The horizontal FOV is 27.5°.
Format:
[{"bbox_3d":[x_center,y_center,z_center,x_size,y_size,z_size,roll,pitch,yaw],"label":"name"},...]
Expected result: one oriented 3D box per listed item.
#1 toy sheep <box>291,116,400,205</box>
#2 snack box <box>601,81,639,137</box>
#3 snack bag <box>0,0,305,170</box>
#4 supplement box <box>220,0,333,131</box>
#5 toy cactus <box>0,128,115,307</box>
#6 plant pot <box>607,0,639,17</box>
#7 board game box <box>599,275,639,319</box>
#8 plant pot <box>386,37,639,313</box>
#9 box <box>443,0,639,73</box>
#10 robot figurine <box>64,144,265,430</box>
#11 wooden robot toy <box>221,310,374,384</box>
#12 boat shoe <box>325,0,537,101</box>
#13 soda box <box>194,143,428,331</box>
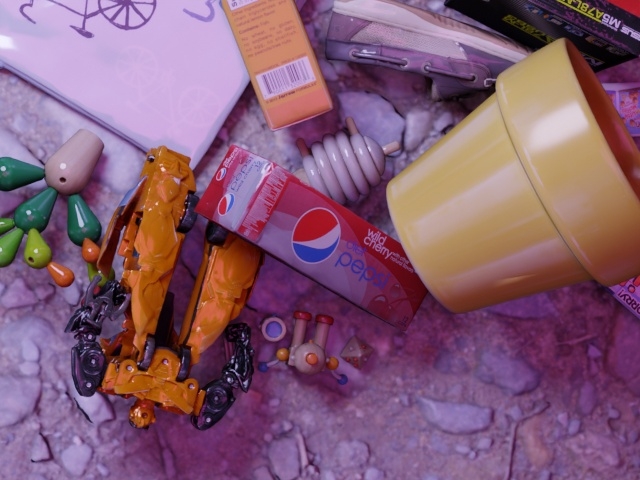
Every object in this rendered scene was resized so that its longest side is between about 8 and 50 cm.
[{"bbox_3d":[0.025,-0.084,1.445,0.132,0.091,0.091,-25,93,8],"label":"toy sheep"},{"bbox_3d":[0.386,-0.153,1.516,0.178,0.022,0.064,-3,93,-6],"label":"snack box"},{"bbox_3d":[-0.187,-0.279,1.438,0.323,0.037,0.342,30,93,-7],"label":"snack bag"},{"bbox_3d":[-0.060,-0.237,1.396,0.080,0.078,0.233,-19,97,1],"label":"supplement box"},{"bbox_3d":[-0.296,-0.038,1.415,0.219,0.112,0.180,34,68,-3],"label":"toy cactus"},{"bbox_3d":[0.304,-0.395,1.401,0.275,0.275,0.243,29,77,-6],"label":"plant pot"},{"bbox_3d":[0.353,-0.010,1.497,0.201,0.035,0.136,40,97,-5],"label":"board game box"},{"bbox_3d":[0.209,-0.046,1.364,0.239,0.254,0.254,-27,94,19],"label":"plant pot"},{"bbox_3d":[0.242,-0.245,1.418,0.191,0.184,0.045,26,86,-7],"label":"box"},{"bbox_3d":[-0.155,0.059,1.395,0.211,0.085,0.291,21,80,-23],"label":"robot figurine"},{"bbox_3d":[-0.021,0.118,1.445,0.173,0.079,0.076,9,90,-7],"label":"wooden robot toy"},{"bbox_3d":[0.141,-0.200,1.455,0.285,0.103,0.092,17,103,-11],"label":"boat shoe"},{"bbox_3d":[0.000,0.000,1.385,0.263,0.092,0.083,32,86,-36],"label":"soda box"}]
